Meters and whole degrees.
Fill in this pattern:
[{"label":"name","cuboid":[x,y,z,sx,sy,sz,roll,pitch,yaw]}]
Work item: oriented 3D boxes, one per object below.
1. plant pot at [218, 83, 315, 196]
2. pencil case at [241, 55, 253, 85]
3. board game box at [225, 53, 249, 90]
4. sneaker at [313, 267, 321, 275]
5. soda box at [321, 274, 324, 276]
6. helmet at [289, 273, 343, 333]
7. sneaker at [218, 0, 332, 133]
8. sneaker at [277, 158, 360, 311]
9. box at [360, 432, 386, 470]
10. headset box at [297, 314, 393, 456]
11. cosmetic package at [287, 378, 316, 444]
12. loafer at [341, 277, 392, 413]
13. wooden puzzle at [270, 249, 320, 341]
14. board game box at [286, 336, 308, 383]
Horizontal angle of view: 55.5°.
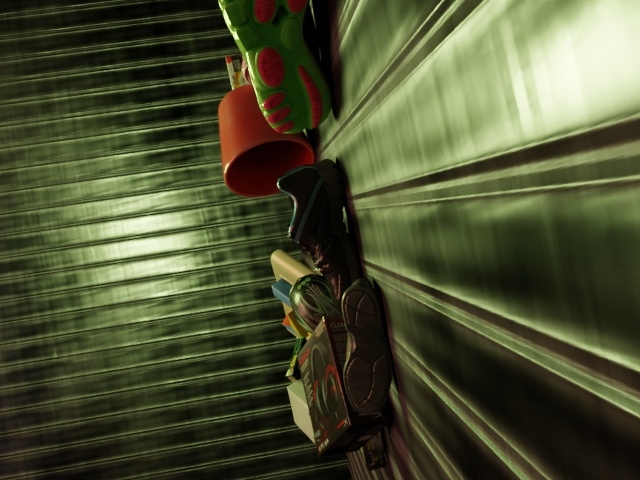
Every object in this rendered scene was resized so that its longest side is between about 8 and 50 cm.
[{"label":"plant pot","cuboid":[-0.176,-0.299,1.759,0.275,0.274,0.243,87,165,-63]},{"label":"pencil case","cuboid":[-0.178,-0.629,1.715,0.167,0.160,0.387,-45,53,54]},{"label":"board game box","cuboid":[-0.211,-0.518,2.169,0.053,0.192,0.306,-115,13,-71]},{"label":"sneaker","cuboid":[-0.032,0.237,2.192,0.106,0.162,0.282,84,172,-55]},{"label":"soda box","cuboid":[0.011,0.011,1.728,0.061,0.058,0.182,88,170,-64]},{"label":"helmet","cuboid":[0.005,0.180,1.642,0.161,0.169,0.170,38,144,52]},{"label":"sneaker","cuboid":[-0.093,-0.417,1.095,0.483,0.185,0.202,85,168,-48]},{"label":"sneaker","cuboid":[0.000,0.000,1.339,0.125,0.139,0.341,175,82,-83]},{"label":"box","cuboid":[0.113,0.460,1.622,0.183,0.056,0.231,-117,16,-69]},{"label":"headset box","cuboid":[0.045,0.330,1.447,0.218,0.110,0.293,120,143,-49]},{"label":"cosmetic package","cuboid":[0.024,0.481,1.801,0.151,0.183,0.151,32,139,49]},{"label":"loafer","cuboid":[0.094,0.203,1.185,0.084,0.096,0.268,-54,-39,-70]},{"label":"wooden puzzle","cuboid":[-0.040,0.236,1.921,0.322,0.080,0.348,32,143,37]},{"label":"board game box","cuboid":[-0.018,0.428,1.911,0.260,0.030,0.136,55,-142,-39]}]
